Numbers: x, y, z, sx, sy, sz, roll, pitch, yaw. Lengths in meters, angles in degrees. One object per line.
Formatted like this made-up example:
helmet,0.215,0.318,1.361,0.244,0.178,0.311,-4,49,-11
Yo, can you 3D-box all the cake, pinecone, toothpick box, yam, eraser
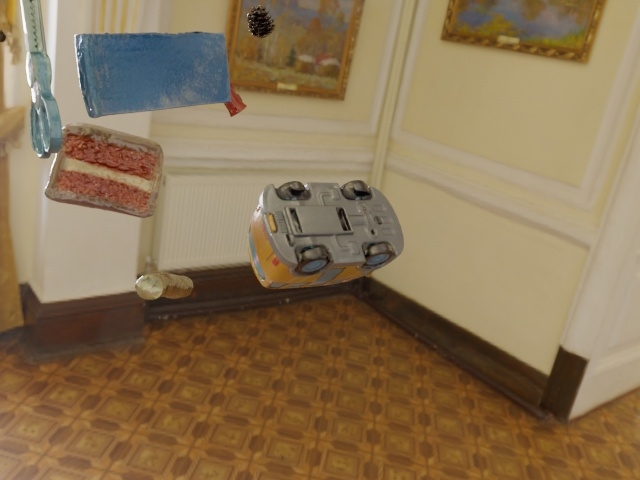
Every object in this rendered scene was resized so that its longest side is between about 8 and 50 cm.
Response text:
cake,-0.613,-0.203,1.791,0.309,0.236,0.230,12,8,-22
pinecone,-0.159,-0.582,1.642,0.077,0.083,0.077,-3,49,4
toothpick box,-0.212,-0.334,1.431,0.047,0.083,0.047,-30,19,11
yam,-0.358,0.106,1.426,0.066,0.066,0.299,12,-4,3
eraser,-0.302,-0.316,1.156,0.043,0.144,0.312,11,22,40

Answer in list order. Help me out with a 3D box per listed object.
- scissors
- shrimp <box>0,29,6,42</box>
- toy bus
scissors,-0.434,-0.258,0.950,0.030,0.256,0.125,-7,1,-36
shrimp,-0.621,-0.270,1.066,0.254,0.145,0.059,-13,-14,36
toy bus,0.000,0.000,0.862,0.210,0.136,0.126,-3,62,-32
